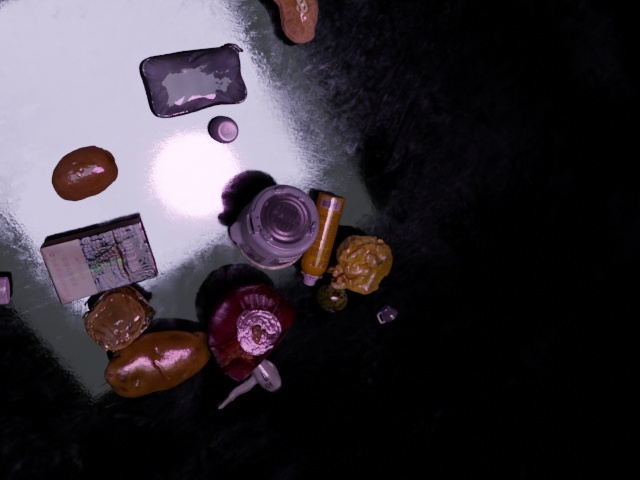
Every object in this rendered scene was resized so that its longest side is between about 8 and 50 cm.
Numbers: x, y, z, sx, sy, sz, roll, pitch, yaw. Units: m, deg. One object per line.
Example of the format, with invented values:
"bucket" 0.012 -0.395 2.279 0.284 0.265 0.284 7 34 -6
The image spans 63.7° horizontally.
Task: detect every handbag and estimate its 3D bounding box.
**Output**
"handbag" -0.391 -0.509 1.640 0.332 0.075 0.192 -16 106 -13

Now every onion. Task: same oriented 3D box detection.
"onion" -0.263 0.297 1.798 0.260 0.282 0.337 43 83 -6

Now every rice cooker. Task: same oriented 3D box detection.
"rice cooker" -0.150 -0.043 1.743 0.316 0.316 0.264 -13 83 -18

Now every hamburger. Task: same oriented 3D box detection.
"hamburger" -0.670 0.257 1.709 0.183 0.130 0.206 40 68 0

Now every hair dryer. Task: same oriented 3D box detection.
"hair dryer" -0.301 0.504 1.961 0.267 0.092 0.229 -17 103 -6

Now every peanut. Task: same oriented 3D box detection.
"peanut" -0.092 -0.791 1.642 0.149 0.149 0.313 -29 118 -12

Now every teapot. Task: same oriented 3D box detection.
"teapot" 0.273 0.305 2.134 0.088 0.066 0.057 -38 96 17

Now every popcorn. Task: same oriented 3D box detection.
"popcorn" 0.144 0.088 1.955 0.266 0.192 0.233 -24 130 -16

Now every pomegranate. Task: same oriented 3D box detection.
"pomegranate" 0.053 0.206 1.996 0.122 0.122 0.161 48 50 -25

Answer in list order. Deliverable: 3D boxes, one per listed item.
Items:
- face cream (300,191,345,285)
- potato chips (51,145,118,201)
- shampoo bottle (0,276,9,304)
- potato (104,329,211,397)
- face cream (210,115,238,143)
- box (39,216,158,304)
"face cream" 0.000 0.000 1.912 0.105 0.105 0.349 10 100 -24
"potato chips" -0.731 -0.206 1.601 0.201 0.049 0.150 -28 118 -19
"shampoo bottle" -1.077 0.156 1.560 0.227 0.056 0.086 0 104 -21
"potato" -0.557 0.417 1.793 0.369 0.176 0.195 -12 67 -26
"face cream" -0.313 -0.362 1.693 0.091 0.095 0.091 -5 106 -20
"box" -0.707 0.062 1.664 0.310 0.084 0.198 -17 110 -16
